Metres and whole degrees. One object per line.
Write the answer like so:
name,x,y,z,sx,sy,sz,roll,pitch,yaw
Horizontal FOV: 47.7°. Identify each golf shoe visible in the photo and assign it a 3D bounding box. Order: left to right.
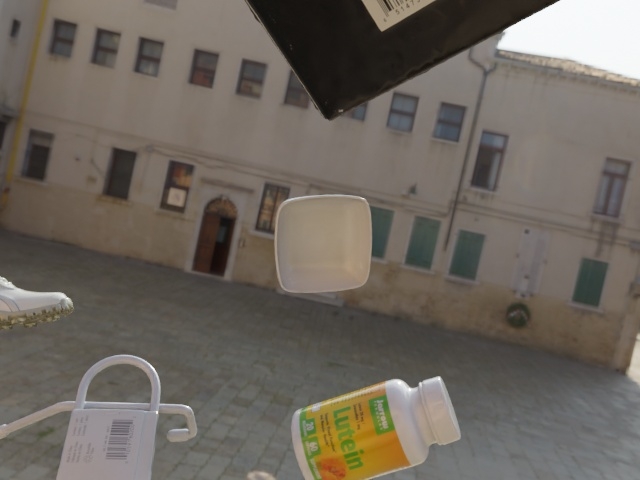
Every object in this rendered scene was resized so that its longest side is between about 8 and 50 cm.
golf shoe,-0.359,0.055,0.780,0.176,0.086,0.069,-3,-13,-10

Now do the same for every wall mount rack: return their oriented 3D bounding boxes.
wall mount rack,-0.327,0.330,0.954,0.303,0.350,0.131,2,-41,-3

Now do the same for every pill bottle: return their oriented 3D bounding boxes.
pill bottle,0.089,0.301,1.147,0.245,0.137,0.136,-20,-4,9

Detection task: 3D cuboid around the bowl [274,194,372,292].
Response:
bowl,0.000,0.000,1.051,0.141,0.142,0.053,-3,16,-13

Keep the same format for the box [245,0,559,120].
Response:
box,0.117,-0.307,0.710,0.296,0.183,0.294,-21,23,36
